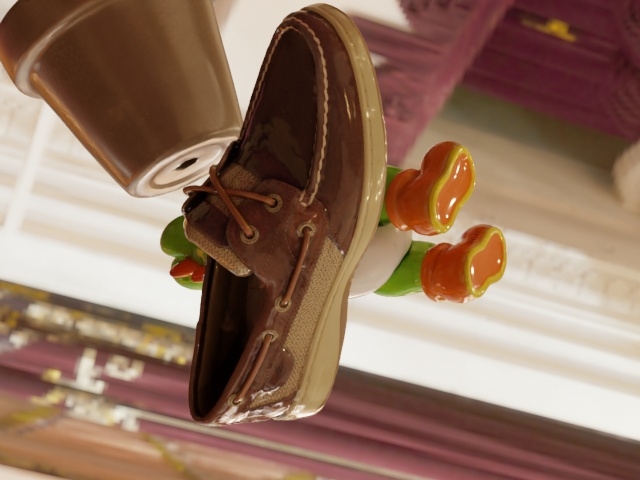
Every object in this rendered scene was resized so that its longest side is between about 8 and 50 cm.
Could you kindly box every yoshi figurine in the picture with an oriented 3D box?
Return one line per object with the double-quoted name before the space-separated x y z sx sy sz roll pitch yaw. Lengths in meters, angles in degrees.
"yoshi figurine" 0.008 -0.022 1.623 0.362 0.203 0.203 -4 -103 33

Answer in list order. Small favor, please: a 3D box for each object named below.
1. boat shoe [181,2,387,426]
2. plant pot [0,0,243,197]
"boat shoe" -0.043 -0.010 1.197 0.123 0.123 0.342 38 -54 45
"plant pot" -0.203 -0.178 1.772 0.229 0.263 0.263 62 -31 12
